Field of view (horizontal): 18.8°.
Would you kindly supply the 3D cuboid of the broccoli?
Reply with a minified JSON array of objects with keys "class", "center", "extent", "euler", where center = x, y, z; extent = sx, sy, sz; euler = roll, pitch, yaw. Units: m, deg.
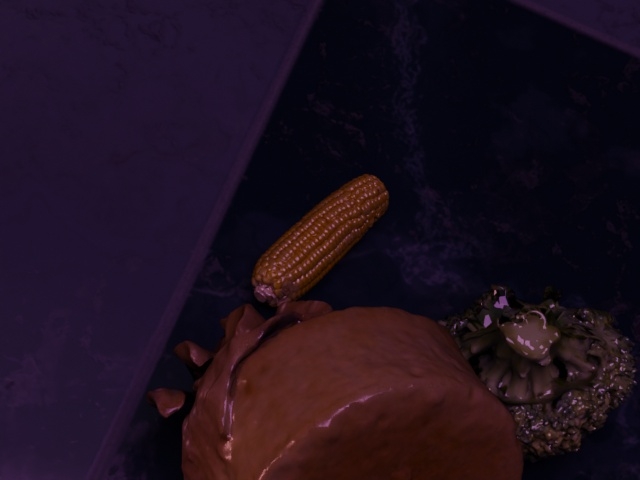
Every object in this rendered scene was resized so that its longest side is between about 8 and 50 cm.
[{"class":"broccoli","center":[0.207,0.135,2.066],"extent":[0.226,0.176,0.198],"euler":[35,53,-16]}]

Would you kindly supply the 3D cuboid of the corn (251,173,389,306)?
[{"class":"corn","center":[0.000,0.000,2.139],"extent":[0.067,0.067,0.206],"euler":[44,62,9]}]

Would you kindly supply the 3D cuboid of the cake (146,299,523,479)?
[{"class":"cake","center":[-0.001,0.185,1.943],"extent":[0.332,0.332,0.321],"euler":[-18,39,-19]}]
